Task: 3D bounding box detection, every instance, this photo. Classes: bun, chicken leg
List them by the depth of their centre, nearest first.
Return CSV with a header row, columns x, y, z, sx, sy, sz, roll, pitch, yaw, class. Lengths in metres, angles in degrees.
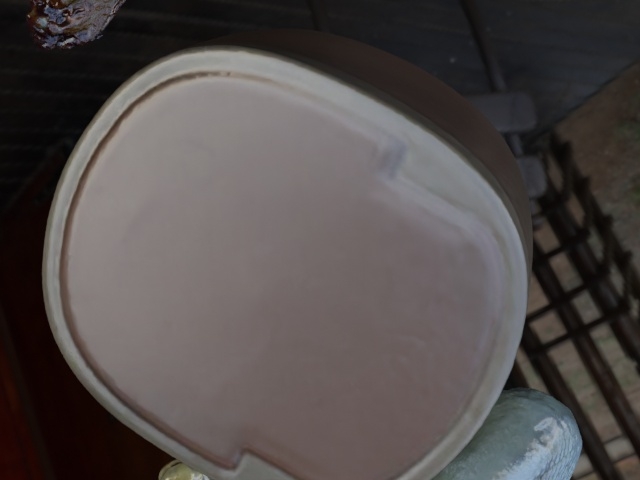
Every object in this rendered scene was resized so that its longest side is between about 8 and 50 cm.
x,y,z,sx,sy,sz,roll,pitch,yaw,class
-0.349,-0.427,1.584,0.322,0.083,0.177,-50,144,13,chicken leg
0.279,0.397,1.759,0.354,0.194,0.354,-37,142,-35,bun

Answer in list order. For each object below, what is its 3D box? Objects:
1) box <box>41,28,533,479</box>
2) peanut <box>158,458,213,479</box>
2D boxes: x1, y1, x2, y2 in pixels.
x,y,z,sx,sy,sz,roll,pitch,yaw,class
0.000,0.000,0.706,0.301,0.301,0.216,-33,-174,26,box
-0.205,0.473,1.663,0.130,0.290,0.130,-4,-160,1,peanut
